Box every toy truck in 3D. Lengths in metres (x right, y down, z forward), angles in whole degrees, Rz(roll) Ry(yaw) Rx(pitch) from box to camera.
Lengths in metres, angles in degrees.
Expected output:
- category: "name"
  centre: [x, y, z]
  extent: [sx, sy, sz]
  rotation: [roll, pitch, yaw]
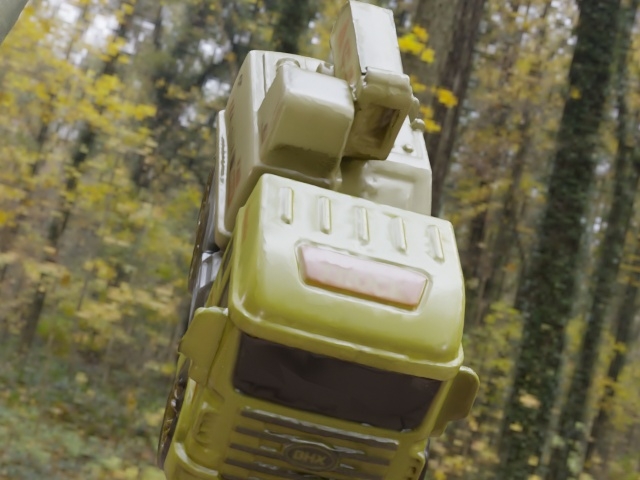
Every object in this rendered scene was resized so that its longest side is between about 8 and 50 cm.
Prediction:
- category: "toy truck"
  centre: [0.000, 0.000, 0.829]
  extent: [0.181, 0.254, 0.405]
  rotation: [12, 33, -8]

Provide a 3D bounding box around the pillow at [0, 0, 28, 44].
- category: "pillow"
  centre: [-0.197, -0.083, 0.516]
  extent: [0.134, 0.181, 0.078]
  rotation: [-5, -36, 48]
